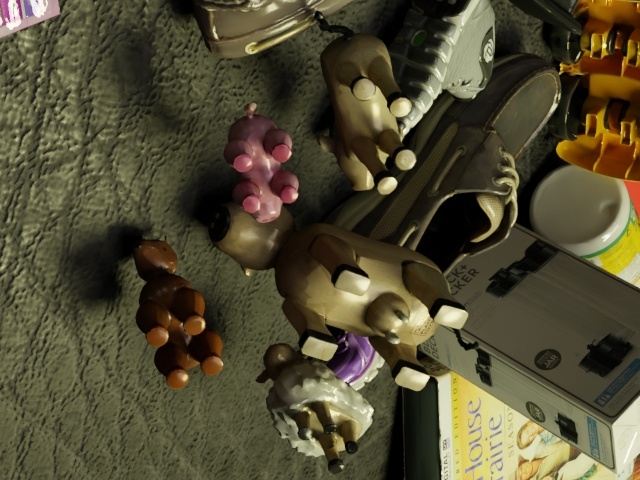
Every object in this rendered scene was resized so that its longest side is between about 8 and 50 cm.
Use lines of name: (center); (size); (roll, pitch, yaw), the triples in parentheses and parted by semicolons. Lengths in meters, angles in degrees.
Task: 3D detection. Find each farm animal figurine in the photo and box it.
farm animal figurine: (0.000, 0.000, 1.265); (0.327, 0.172, 0.330); (38, 103, -28)

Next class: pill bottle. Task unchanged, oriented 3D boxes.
pill bottle: (0.327, 0.002, 1.712); (0.117, 0.118, 0.208); (-53, 146, -8)

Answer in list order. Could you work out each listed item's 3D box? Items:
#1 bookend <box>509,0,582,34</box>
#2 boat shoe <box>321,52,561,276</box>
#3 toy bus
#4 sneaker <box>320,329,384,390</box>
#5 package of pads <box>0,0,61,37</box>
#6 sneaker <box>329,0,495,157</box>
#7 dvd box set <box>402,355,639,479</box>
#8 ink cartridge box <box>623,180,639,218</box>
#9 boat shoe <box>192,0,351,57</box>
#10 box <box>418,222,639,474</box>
bookend: (0.233, -0.308, 1.432); (0.157, 0.072, 0.156); (22, 97, -54)
boat shoe: (0.142, -0.042, 1.460); (0.355, 0.130, 0.132); (-48, 142, -15)
toy bus: (0.363, -0.207, 1.607); (0.211, 0.149, 0.220); (-44, 140, -41)
sneaker: (0.038, 0.088, 1.504); (0.170, 0.068, 0.071); (-54, 129, -21)
package of pads: (-0.227, -0.174, 1.027); (0.083, 0.032, 0.050); (-29, 131, -34)
sneaker: (0.107, -0.146, 1.390); (0.228, 0.086, 0.132); (-56, 146, -7)
dvd box set: (0.266, 0.242, 1.802); (0.420, 0.062, 0.307); (-17, 112, -42)
ink cartridge box: (0.484, -0.018, 1.800); (0.261, 0.066, 0.296); (-21, 146, 17)
boat shoe: (0.029, -0.258, 1.201); (0.324, 0.116, 0.096); (-33, 141, -25)
box: (0.255, 0.106, 1.562); (0.169, 0.290, 0.087); (-40, 138, -21)
